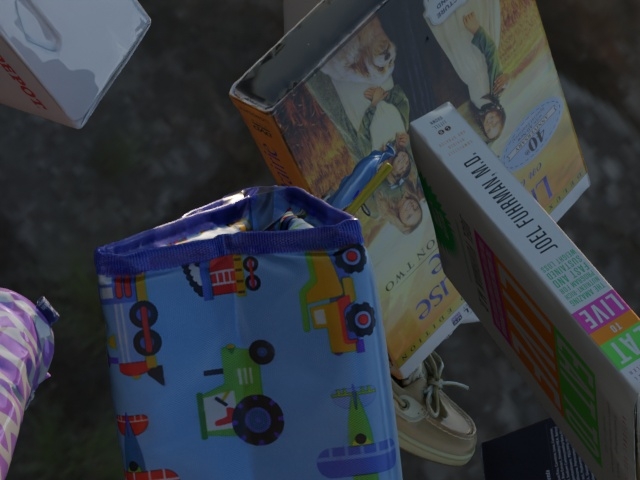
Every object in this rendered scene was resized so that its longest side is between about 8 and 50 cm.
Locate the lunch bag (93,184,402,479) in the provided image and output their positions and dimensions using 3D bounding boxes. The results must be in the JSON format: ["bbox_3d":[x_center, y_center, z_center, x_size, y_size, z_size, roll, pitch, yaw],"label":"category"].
[{"bbox_3d":[-0.025,0.088,0.964,0.293,0.138,0.221,-69,153,-83],"label":"lunch bag"}]

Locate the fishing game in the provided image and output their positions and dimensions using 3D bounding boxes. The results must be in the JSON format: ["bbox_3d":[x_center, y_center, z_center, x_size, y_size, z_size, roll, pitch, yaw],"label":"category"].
[{"bbox_3d":[0.000,0.000,1.315,0.041,0.189,0.264,42,-11,-5],"label":"fishing game"}]

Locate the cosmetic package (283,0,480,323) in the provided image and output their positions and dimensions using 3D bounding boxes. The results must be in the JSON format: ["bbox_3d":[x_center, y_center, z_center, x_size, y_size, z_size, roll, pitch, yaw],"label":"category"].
[{"bbox_3d":[0.089,-0.129,1.998,0.230,0.453,0.161,-7,15,-17],"label":"cosmetic package"}]

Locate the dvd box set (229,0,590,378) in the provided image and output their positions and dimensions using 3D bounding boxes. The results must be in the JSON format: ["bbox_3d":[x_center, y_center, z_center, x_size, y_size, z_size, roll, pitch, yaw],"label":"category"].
[{"bbox_3d":[0.104,-0.094,1.639,0.062,0.307,0.420,33,-20,38],"label":"dvd box set"}]

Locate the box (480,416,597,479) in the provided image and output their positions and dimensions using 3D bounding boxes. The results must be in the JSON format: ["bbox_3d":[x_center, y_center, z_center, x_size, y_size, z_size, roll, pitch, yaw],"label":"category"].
[{"bbox_3d":[0.233,0.210,1.366,0.156,0.158,0.093,51,24,-37],"label":"box"}]

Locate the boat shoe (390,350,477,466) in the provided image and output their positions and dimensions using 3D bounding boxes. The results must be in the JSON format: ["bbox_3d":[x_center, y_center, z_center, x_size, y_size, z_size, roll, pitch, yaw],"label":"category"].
[{"bbox_3d":[0.063,0.133,1.812,0.285,0.089,0.104,36,19,-11],"label":"boat shoe"}]

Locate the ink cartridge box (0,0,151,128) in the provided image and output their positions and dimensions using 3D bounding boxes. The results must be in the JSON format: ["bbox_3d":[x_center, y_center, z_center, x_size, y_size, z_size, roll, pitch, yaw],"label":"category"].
[{"bbox_3d":[-0.295,-0.212,1.326,0.115,0.273,0.198,-58,143,-18],"label":"ink cartridge box"}]

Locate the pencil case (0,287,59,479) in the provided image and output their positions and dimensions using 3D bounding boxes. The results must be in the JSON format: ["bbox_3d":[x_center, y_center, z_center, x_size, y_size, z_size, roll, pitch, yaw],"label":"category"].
[{"bbox_3d":[-0.219,0.113,1.042,0.206,0.086,0.088,-78,145,-58],"label":"pencil case"}]

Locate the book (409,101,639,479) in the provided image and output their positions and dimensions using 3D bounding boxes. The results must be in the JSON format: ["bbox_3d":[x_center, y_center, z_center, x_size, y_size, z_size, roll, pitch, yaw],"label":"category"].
[{"bbox_3d":[0.086,0.025,0.628,0.144,0.035,0.096,53,-10,38],"label":"book"}]
